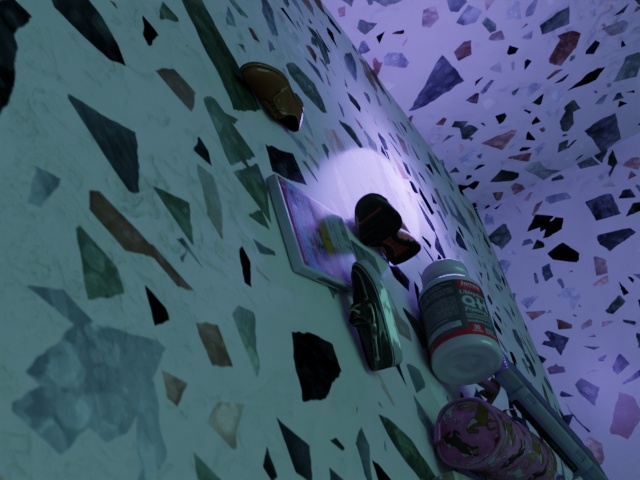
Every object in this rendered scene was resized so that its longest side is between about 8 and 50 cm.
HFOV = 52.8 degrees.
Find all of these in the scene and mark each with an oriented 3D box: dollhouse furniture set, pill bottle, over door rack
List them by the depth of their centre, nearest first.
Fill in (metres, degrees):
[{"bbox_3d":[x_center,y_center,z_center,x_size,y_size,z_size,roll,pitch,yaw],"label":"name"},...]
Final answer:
[{"bbox_3d":[0.351,0.200,1.681,0.176,0.176,0.318,48,24,-35],"label":"pill bottle"},{"bbox_3d":[0.386,0.398,1.733,0.151,0.123,0.144,30,13,16],"label":"dollhouse furniture set"},{"bbox_3d":[0.639,0.602,1.756,0.239,0.108,0.324,16,52,-48],"label":"over door rack"}]

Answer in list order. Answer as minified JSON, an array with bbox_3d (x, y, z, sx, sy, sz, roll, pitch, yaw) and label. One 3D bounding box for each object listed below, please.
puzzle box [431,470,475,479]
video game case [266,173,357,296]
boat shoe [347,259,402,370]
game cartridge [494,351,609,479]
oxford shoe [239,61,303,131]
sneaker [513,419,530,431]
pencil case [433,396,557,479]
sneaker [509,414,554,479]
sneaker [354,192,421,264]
[{"bbox_3d":[0.362,0.641,1.316,0.409,0.052,0.272,40,30,-47],"label":"puzzle box"},{"bbox_3d":[0.000,0.000,1.295,0.285,0.025,0.204,29,38,-57],"label":"video game case"},{"bbox_3d":[0.093,0.143,1.253,0.070,0.078,0.219,-11,73,-24],"label":"boat shoe"},{"bbox_3d":[0.570,0.453,1.644,0.355,0.068,0.230,49,14,8],"label":"game cartridge"},{"bbox_3d":[-0.097,-0.307,1.393,0.212,0.076,0.076,36,43,-50],"label":"oxford shoe"},{"bbox_3d":[0.562,0.604,1.825,0.095,0.090,0.235,39,28,-30],"label":"sneaker"},{"bbox_3d":[0.395,0.470,1.446,0.386,0.167,0.160,40,7,-45],"label":"pencil case"},{"bbox_3d":[0.616,0.634,1.930,0.090,0.081,0.232,36,25,-46],"label":"sneaker"},{"bbox_3d":[0.148,-0.049,1.644,0.314,0.116,0.136,46,15,-55],"label":"sneaker"}]
